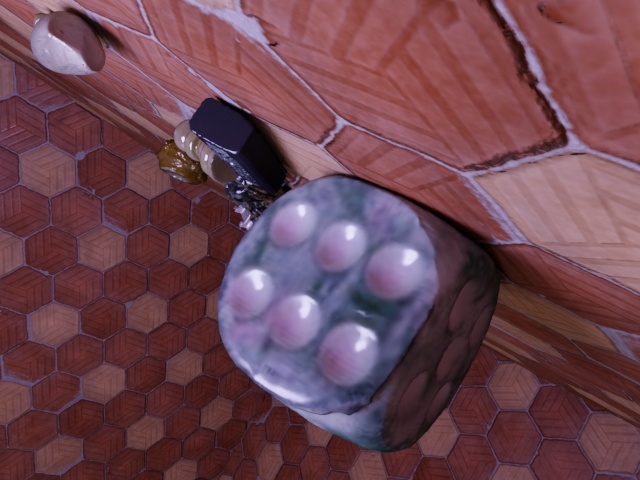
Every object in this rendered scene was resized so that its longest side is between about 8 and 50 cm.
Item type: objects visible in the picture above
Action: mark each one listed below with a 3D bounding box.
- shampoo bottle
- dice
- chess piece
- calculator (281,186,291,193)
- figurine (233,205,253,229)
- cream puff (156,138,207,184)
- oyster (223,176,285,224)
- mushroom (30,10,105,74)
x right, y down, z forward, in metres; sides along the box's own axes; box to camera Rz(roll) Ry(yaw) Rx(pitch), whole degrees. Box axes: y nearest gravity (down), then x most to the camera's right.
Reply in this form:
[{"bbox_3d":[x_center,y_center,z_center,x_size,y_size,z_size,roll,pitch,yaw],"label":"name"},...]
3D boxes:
[{"bbox_3d":[-0.124,-0.143,0.830,0.098,0.071,0.309,29,175,11],"label":"shampoo bottle"},{"bbox_3d":[0.064,0.110,0.759,0.328,0.330,0.348,27,175,34],"label":"dice"},{"bbox_3d":[-0.231,-0.194,0.949,0.170,0.094,0.094,37,179,32],"label":"chess piece"},{"bbox_3d":[-0.038,-0.080,1.220,0.190,0.034,0.127,34,176,-30],"label":"calculator"},{"bbox_3d":[-0.142,-0.053,1.482,0.257,0.144,0.182,32,175,-33],"label":"figurine"},{"bbox_3d":[-0.373,-0.224,1.292,0.150,0.115,0.165,25,169,-30],"label":"cream puff"},{"bbox_3d":[-0.189,-0.131,1.166,0.221,0.096,0.361,39,171,15],"label":"oyster"},{"bbox_3d":[-0.397,-0.307,0.729,0.097,0.088,0.212,-4,-158,-31],"label":"mushroom"}]
